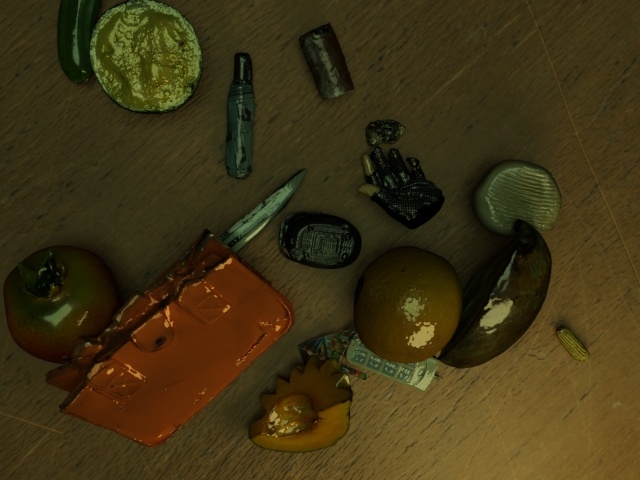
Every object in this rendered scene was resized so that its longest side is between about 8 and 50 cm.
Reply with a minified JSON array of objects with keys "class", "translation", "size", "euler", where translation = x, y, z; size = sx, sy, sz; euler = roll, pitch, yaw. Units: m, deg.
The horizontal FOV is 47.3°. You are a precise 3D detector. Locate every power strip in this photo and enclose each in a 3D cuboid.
[{"class":"power strip","translation":[0.156,0.253,1.542],"size":[0.227,0.029,0.079],"euler":[22,93,-6]}]

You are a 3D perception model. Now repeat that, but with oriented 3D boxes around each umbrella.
[{"class":"umbrella","translation":[-0.161,-0.248,1.461],"size":[0.053,0.052,0.250],"euler":[5,97,30]}]

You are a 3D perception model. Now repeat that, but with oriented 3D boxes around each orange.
[{"class":"orange","translation":[0.171,0.124,1.437],"size":[0.237,0.236,0.236],"euler":[0,95,-4]}]

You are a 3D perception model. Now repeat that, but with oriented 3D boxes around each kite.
[{"class":"kite","translation":[0.024,0.254,1.524],"size":[0.160,0.010,0.182],"euler":[24,106,5]}]

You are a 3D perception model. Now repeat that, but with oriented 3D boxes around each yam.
[{"class":"yam","translation":[0.011,-0.354,1.452],"size":[0.079,0.079,0.141],"euler":[-22,99,-2]}]

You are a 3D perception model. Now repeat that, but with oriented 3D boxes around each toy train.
[{"class":"toy train","translation":[-0.115,-0.052,1.480],"size":[0.252,0.055,0.048],"euler":[-40,97,1]}]

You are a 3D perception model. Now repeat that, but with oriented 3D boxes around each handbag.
[{"class":"handbag","translation":[-0.266,0.197,1.382],"size":[0.410,0.116,0.303],"euler":[-43,142,1]}]

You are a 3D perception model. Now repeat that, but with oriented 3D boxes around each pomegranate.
[{"class":"pomegranate","translation":[-0.485,0.112,1.369],"size":[0.221,0.256,0.220],"euler":[1,66,-1]}]

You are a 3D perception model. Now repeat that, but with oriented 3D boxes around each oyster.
[{"class":"oyster","translation":[0.134,-0.223,1.501],"size":[0.083,0.019,0.054],"euler":[-9,95,-4]}]

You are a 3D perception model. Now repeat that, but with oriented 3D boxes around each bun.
[{"class":"bun","translation":[0.397,-0.083,1.490],"size":[0.173,0.113,0.166],"euler":[41,98,-9]}]

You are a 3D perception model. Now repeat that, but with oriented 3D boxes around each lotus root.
[{"class":"lotus root","translation":[0.364,0.129,1.439],"size":[0.142,0.210,0.314],"euler":[26,130,1]}]

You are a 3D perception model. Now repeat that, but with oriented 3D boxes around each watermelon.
[{"class":"watermelon","translation":[-0.329,-0.353,1.398],"size":[0.204,0.127,0.232],"euler":[-21,99,-2]}]

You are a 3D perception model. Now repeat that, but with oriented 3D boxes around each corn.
[{"class":"corn","translation":[0.540,0.223,1.566],"size":[0.037,0.037,0.092],"euler":[-39,98,0]}]

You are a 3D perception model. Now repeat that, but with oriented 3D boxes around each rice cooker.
[{"class":"rice cooker","translation":[0.000,0.000,1.471],"size":[0.166,0.106,0.112],"euler":[5,99,-16]}]

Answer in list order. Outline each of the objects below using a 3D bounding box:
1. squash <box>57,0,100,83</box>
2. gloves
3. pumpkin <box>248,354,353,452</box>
[{"class":"squash","translation":[-0.468,-0.414,1.412],"size":[0.078,0.068,0.219],"euler":[8,95,4]},{"class":"gloves","translation":[0.152,-0.111,1.487],"size":[0.129,0.106,0.180],"euler":[-43,68,-1]},{"class":"pumpkin","translation":[-0.013,0.340,1.512],"size":[0.254,0.130,0.149],"euler":[-30,133,21]}]
